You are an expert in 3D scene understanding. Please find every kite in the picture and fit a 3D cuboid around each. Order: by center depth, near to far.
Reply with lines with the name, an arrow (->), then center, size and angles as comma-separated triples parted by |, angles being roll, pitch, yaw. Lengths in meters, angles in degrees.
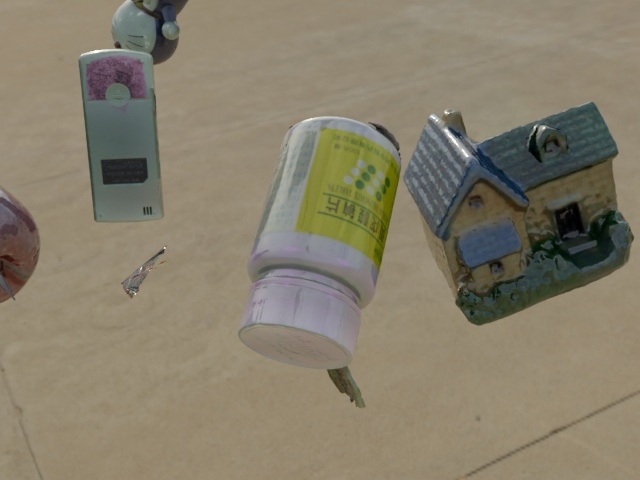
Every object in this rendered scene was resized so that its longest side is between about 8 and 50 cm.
kite -> -0.387, 0.072, 1.743 | 0.159, 0.010, 0.190 | -24, 27, 35

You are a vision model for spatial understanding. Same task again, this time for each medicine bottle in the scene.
medicine bottle -> 0.000, 0.000, 1.287 | 0.213, 0.213, 0.379 | 4, 62, 20

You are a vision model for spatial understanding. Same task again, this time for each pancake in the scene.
pancake -> 0.038, 0.231, 1.366 | 0.022, 0.116, 0.129 | -26, 3, -15

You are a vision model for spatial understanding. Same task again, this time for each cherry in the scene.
cherry -> -0.614, 0.003, 1.404 | 0.212, 0.236, 0.285 | -16, 58, -40

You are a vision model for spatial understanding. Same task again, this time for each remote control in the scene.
remote control -> -0.394, -0.205, 1.575 | 0.145, 0.344, 0.050 | -2, 17, -8

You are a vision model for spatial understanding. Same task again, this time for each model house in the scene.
model house -> 0.383, -0.097, 1.557 | 0.382, 0.343, 0.335 | -18, 28, 1

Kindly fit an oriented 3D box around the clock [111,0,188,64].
clock -> -0.368, -0.498, 1.735 | 0.146, 0.243, 0.199 | -12, 54, -46
